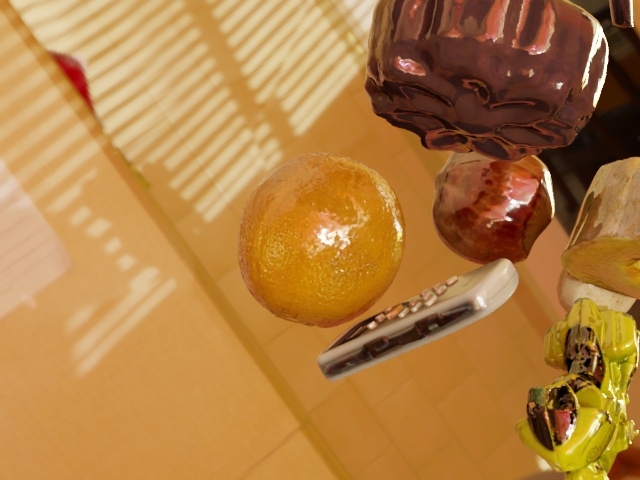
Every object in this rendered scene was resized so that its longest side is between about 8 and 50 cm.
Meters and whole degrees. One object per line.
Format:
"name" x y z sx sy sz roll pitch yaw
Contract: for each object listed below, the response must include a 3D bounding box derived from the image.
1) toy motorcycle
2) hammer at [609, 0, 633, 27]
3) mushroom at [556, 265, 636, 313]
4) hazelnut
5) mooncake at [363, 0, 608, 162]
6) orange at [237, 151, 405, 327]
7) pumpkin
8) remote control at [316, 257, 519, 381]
"toy motorcycle" 0.367 0.226 1.355 0.142 0.206 0.342 -8 36 29
"hammer" 0.497 -0.496 1.615 0.037 0.290 0.137 -2 35 23
"mushroom" 0.526 0.076 1.830 0.166 0.166 0.127 -35 35 -1
"hazelnut" 0.306 -0.076 1.709 0.218 0.218 0.234 -28 34 51
"mooncake" 0.184 -0.193 1.120 0.283 0.283 0.141 158 126 -65
"orange" 0.000 0.000 1.493 0.274 0.274 0.274 -35 6 4
"pumpkin" 0.582 -0.024 1.613 0.332 0.332 0.199 -24 49 61
"remote control" 0.131 0.108 1.311 0.296 0.056 0.140 -29 5 35
